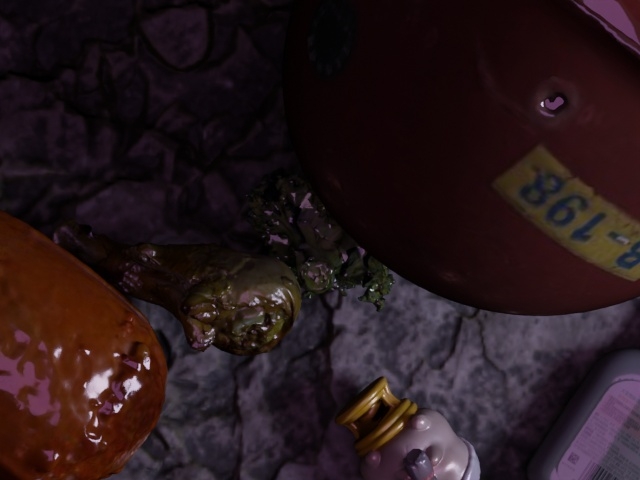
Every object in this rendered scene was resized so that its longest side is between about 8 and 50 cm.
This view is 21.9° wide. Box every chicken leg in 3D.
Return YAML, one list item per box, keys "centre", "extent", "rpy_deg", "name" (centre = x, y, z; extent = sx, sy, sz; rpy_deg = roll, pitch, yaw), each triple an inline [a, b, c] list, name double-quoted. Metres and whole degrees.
- centre: [-0.098, 0.025, 1.067]
  extent: [0.178, 0.093, 0.070]
  rpy_deg: [21, 105, 20]
  name: "chicken leg"

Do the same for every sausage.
- centre: [-0.224, 0.057, 1.030]
  extent: [0.268, 0.153, 0.141]
  rpy_deg: [33, 62, -8]
  name: "sausage"

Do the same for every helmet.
- centre: [0.118, -0.074, 1.027]
  extent: [0.385, 0.337, 0.230]
  rpy_deg: [29, 112, -35]
  name: "helmet"

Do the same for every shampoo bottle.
- centre: [0.216, 0.119, 1.158]
  extent: [0.080, 0.040, 0.165]
  rpy_deg: [34, 86, -7]
  name: "shampoo bottle"

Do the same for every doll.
- centre: [0.068, 0.154, 1.113]
  extent: [0.073, 0.084, 0.127]
  rpy_deg: [-42, 90, -5]
  name: "doll"

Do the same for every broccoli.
- centre: [0.000, 0.000, 1.097]
  extent: [0.095, 0.092, 0.097]
  rpy_deg: [-5, 110, 3]
  name: "broccoli"
